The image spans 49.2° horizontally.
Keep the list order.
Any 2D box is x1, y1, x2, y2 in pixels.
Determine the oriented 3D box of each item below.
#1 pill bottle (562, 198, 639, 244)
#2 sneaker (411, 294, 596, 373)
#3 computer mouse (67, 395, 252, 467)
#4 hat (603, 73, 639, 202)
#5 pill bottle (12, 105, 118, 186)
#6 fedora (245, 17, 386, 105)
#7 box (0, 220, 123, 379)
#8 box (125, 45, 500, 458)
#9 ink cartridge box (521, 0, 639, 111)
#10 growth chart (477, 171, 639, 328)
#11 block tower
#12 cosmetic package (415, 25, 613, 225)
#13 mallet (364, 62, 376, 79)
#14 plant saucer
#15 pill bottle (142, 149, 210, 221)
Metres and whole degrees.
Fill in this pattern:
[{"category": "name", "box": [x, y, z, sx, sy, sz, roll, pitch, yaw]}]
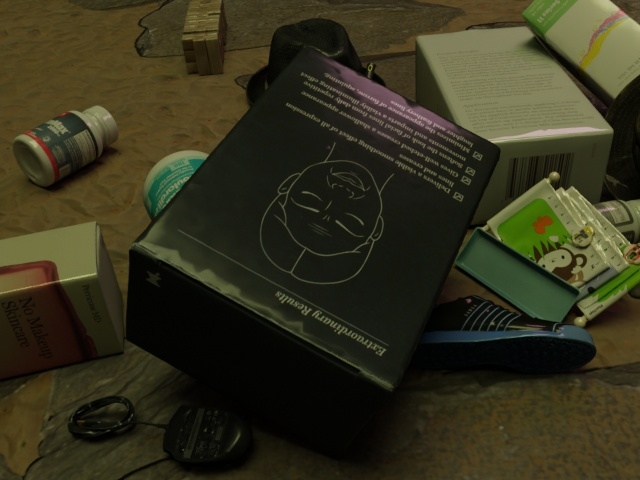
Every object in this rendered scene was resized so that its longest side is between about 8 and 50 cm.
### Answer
[{"category": "pill bottle", "box": [0.424, -0.018, 1.048, 0.137, 0.078, 0.078, -11, 38, -8]}, {"category": "sneaker", "box": [0.227, 0.113, 0.897, 0.232, 0.081, 0.090, 1, 44, 9]}, {"category": "computer mouse", "box": [-0.193, 0.229, 0.839, 0.242, 0.041, 0.071, 3, 54, 19]}, {"category": "hat", "box": [0.563, -0.151, 1.011, 0.331, 0.331, 0.134, 24, 2, 32]}, {"category": "pill bottle", "box": [-0.490, -0.191, 1.360, 0.108, 0.108, 0.180, 21, 44, 30]}, {"category": "fedora", "box": [-0.016, -0.384, 1.520, 0.334, 0.152, 0.334, -4, 37, 3]}, {"category": "box", "box": [-0.400, 0.087, 0.950, 0.233, 0.148, 0.126, -12, 38, -8]}, {"category": "box", "box": [0.000, 0.000, 0.854, 0.294, 0.212, 0.395, 29, 52, 4]}, {"category": "ink cartridge box", "box": [0.541, -0.306, 1.253, 0.207, 0.119, 0.353, 17, 33, -54]}, {"category": "growth chart", "box": [0.341, 0.012, 0.991, 0.172, 0.021, 0.237, -46, 49, 11]}, {"category": "block tower", "box": [-0.296, -0.538, 1.805, 0.091, 0.097, 0.335, -6, 36, -2]}, {"category": "cosmetic package", "box": [0.320, -0.225, 1.264, 0.230, 0.161, 0.453, -5, 37, 0]}, {"category": "mallet", "box": [0.076, -0.280, 1.410, 0.062, 0.039, 0.189, 1, 65, 11]}, {"category": "plant saucer", "box": [0.278, 0.052, 0.996, 0.018, 0.067, 0.192, 24, 11, -46]}, {"category": "pill bottle", "box": [-0.172, -0.021, 1.067, 0.146, 0.146, 0.264, -19, 39, -18]}]
